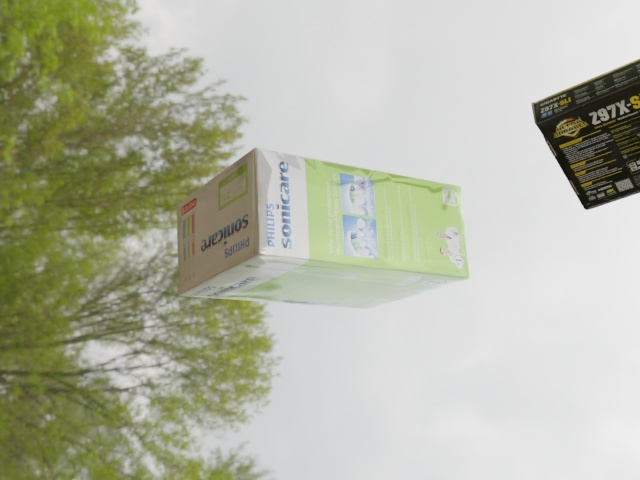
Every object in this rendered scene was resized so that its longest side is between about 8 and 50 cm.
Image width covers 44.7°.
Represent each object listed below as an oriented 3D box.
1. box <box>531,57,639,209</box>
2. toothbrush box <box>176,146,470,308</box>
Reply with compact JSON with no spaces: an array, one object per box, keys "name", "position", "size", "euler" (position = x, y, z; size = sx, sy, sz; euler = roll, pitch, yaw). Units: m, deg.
[{"name":"box","position":[0.598,-0.210,1.450],"size":[0.322,0.257,0.079],"euler":[-21,-142,28]},{"name":"toothbrush box","position":[0.000,0.000,0.918],"size":[0.206,0.283,0.122],"euler":[-25,-116,54]}]
